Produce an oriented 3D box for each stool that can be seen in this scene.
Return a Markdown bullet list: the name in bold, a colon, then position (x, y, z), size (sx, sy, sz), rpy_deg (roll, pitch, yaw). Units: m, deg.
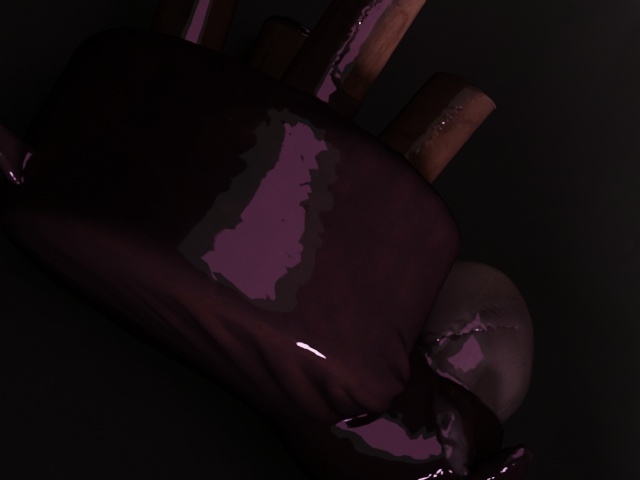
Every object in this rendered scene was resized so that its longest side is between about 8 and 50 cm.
- **stool**: position (0.000, 0.000, 0.551), size (0.217, 0.125, 0.121), rpy_deg (39, 72, -28)
